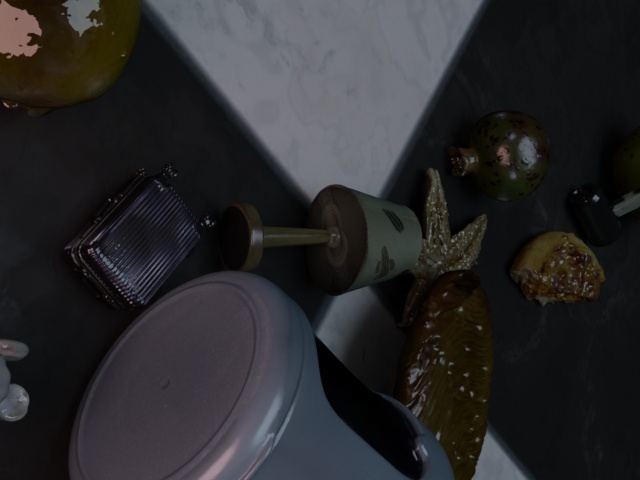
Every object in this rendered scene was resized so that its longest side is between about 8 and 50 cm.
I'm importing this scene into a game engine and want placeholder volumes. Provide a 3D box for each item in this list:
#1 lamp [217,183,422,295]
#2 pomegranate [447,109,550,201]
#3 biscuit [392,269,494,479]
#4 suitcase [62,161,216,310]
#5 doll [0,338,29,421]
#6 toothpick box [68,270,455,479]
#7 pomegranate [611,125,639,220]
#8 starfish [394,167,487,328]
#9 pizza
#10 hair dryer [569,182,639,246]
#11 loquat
[{"bbox_3d":[0.000,0.000,0.954,0.215,0.121,0.121,-2,87,-34],"label":"lamp"},{"bbox_3d":[0.251,-0.116,1.225,0.130,0.130,0.130,6,82,-46],"label":"pomegranate"},{"bbox_3d":[0.154,0.191,1.078,0.318,0.040,0.317,-23,116,-60],"label":"biscuit"},{"bbox_3d":[-0.165,-0.001,0.815,0.086,0.059,0.126,54,51,-26],"label":"suitcase"},{"bbox_3d":[-0.356,0.026,0.593,0.384,0.099,0.188,40,58,-33],"label":"doll"},{"bbox_3d":[-0.032,0.224,0.819,0.355,0.263,0.263,45,56,-36],"label":"toothpick box"},{"bbox_3d":[0.585,-0.129,1.566,0.240,0.159,0.190,-89,154,-48],"label":"pomegranate"},{"bbox_3d":[0.164,0.028,1.170,0.295,0.048,0.231,50,54,-35],"label":"starfish"},{"bbox_3d":[0.375,0.044,1.384,0.246,0.058,0.127,21,72,-41],"label":"pizza"},{"bbox_3d":[0.508,-0.073,1.454,0.100,0.198,0.057,55,15,-30],"label":"hair dryer"},{"bbox_3d":[-0.219,-0.195,0.716,0.152,0.152,0.195,6,90,-46],"label":"loquat"}]
